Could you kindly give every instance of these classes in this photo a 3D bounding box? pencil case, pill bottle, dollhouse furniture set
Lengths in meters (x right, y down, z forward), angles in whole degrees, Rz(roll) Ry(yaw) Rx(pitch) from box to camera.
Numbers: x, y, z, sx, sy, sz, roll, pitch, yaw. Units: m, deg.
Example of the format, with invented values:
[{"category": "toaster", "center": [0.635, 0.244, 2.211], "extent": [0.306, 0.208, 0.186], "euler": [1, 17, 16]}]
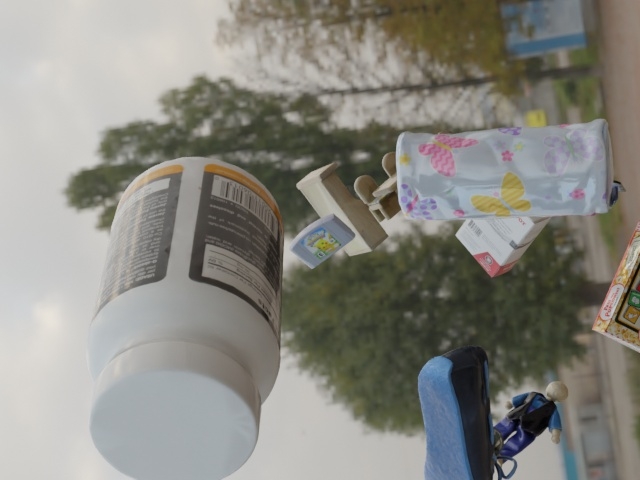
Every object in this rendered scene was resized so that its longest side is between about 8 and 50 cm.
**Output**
[{"category": "pencil case", "center": [0.227, -0.089, 1.508], "extent": [0.124, 0.273, 0.113], "euler": [-81, -18, -45]}, {"category": "pill bottle", "center": [-0.113, 0.064, 1.040], "extent": [0.278, 0.162, 0.162], "euler": [-90, -13, -53]}, {"category": "dollhouse furniture set", "center": [0.108, -0.113, 2.161], "extent": [0.161, 0.242, 0.212], "euler": [53, 158, -9]}]

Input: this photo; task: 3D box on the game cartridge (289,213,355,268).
[{"category": "game cartridge", "center": [0.000, 0.000, 1.687], "extent": [0.056, 0.083, 0.017], "euler": [42, -157, -27]}]

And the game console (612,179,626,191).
[{"category": "game console", "center": [0.446, -0.074, 2.040], "extent": [0.071, 0.107, 0.122], "euler": [46, -170, 17]}]

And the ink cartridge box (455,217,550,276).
[{"category": "ink cartridge box", "center": [0.294, -0.024, 1.958], "extent": [0.056, 0.135, 0.099], "euler": [-18, -119, -42]}]

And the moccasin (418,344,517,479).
[{"category": "moccasin", "center": [0.236, 0.317, 1.861], "extent": [0.137, 0.116, 0.342], "euler": [30, 136, 42]}]

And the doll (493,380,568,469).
[{"category": "doll", "center": [0.343, 0.302, 2.013], "extent": [0.129, 0.189, 0.046], "euler": [28, 150, 45]}]

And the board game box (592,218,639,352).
[{"category": "board game box", "center": [0.526, 0.081, 1.883], "extent": [0.193, 0.146, 0.045], "euler": [-65, 14, -5]}]
